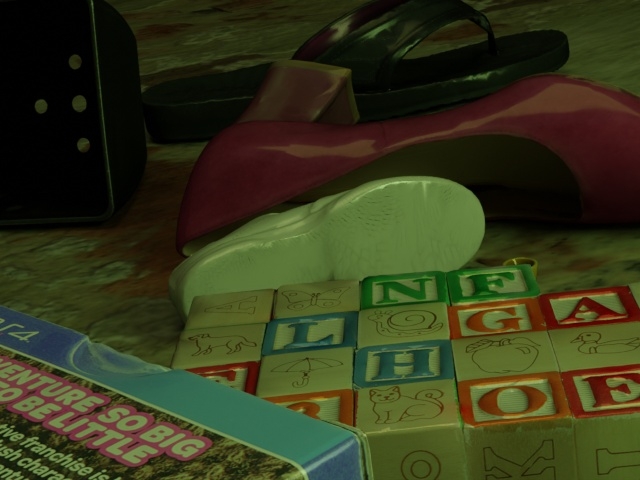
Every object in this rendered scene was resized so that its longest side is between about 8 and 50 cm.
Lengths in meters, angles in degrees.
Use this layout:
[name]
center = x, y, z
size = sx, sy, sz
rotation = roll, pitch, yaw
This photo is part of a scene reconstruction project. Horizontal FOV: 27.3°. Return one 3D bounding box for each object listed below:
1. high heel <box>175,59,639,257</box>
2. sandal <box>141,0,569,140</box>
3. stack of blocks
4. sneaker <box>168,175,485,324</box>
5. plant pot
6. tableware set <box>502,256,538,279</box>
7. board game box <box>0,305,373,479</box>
[high heel]
center = 0.087, -0.023, 0.927
size = 0.377, 0.127, 0.181
rotation = 9, 55, 28
[sandal]
center = 0.037, -0.186, 1.333
size = 0.446, 0.107, 0.167
rotation = -9, 19, -5
[stack of blocks]
center = 0.083, 0.080, 0.592
size = 0.297, 0.087, 0.171
rotation = -6, 19, 5
[sneaker]
center = 0.000, 0.000, 0.873
size = 0.212, 0.080, 0.094
rotation = -14, 16, -13
[plant pot]
center = -0.245, -0.115, 1.161
size = 0.188, 0.188, 0.167
rotation = -3, 7, 15
[tableware set]
center = 0.102, 0.046, 0.779
size = 0.104, 0.024, 0.154
rotation = -1, 20, 17
[board game box]
center = -0.157, 0.149, 0.408
size = 0.291, 0.141, 0.232
rotation = -24, 25, -39
